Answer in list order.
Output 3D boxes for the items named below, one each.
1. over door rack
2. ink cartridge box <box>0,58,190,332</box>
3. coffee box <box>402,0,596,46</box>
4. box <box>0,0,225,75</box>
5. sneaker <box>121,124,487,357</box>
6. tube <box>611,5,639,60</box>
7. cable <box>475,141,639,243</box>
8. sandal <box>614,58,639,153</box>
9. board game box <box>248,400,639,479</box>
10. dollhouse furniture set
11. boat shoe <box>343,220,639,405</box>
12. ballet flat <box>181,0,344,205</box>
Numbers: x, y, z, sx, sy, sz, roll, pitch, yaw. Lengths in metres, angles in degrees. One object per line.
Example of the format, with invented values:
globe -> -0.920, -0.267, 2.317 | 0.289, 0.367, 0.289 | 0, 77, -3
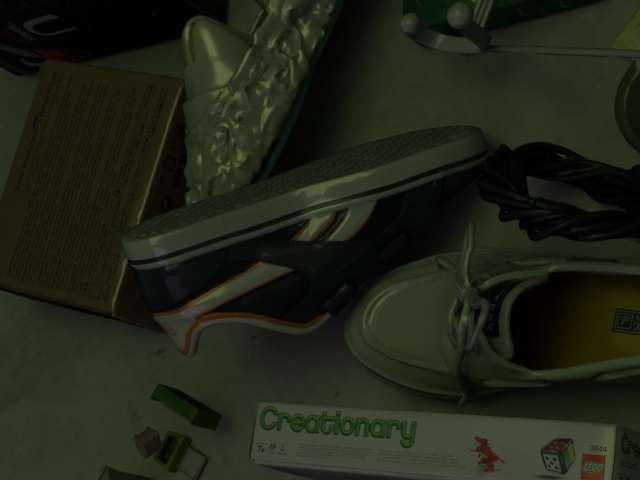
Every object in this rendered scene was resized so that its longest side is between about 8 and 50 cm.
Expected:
over door rack -> 0.205, -0.257, 1.368 | 0.324, 0.108, 0.239 | 17, 85, 51
ink cartridge box -> -0.209, -0.045, 1.682 | 0.193, 0.088, 0.235 | 12, 83, 37
coffee box -> 0.158, -0.246, 1.528 | 0.184, 0.040, 0.113 | -13, 68, 30
box -> -0.246, -0.277, 1.731 | 0.270, 0.165, 0.143 | -10, 70, 32
sneaker -> 0.000, 0.000, 1.493 | 0.321, 0.126, 0.127 | -19, 102, -3
tube -> 0.332, -0.239, 1.405 | 0.240, 0.062, 0.070 | -59, 12, 10
cable -> 0.196, -0.032, 1.369 | 0.184, 0.150, 0.047 | 32, 126, 47
sandal -> 0.346, -0.178, 1.332 | 0.120, 0.086, 0.303 | 39, 104, 7
board game box -> 0.124, 0.170, 1.327 | 0.305, 0.193, 0.053 | 0, 76, 33
dollhouse furniture set -> -0.150, 0.210, 1.570 | 0.058, 0.076, 0.152 | 28, 91, 37
boat shoe -> 0.153, 0.062, 1.364 | 0.367, 0.156, 0.136 | 4, 77, 35
ballet flat -> -0.048, -0.206, 1.587 | 0.147, 0.147, 0.409 | 24, 85, 36
